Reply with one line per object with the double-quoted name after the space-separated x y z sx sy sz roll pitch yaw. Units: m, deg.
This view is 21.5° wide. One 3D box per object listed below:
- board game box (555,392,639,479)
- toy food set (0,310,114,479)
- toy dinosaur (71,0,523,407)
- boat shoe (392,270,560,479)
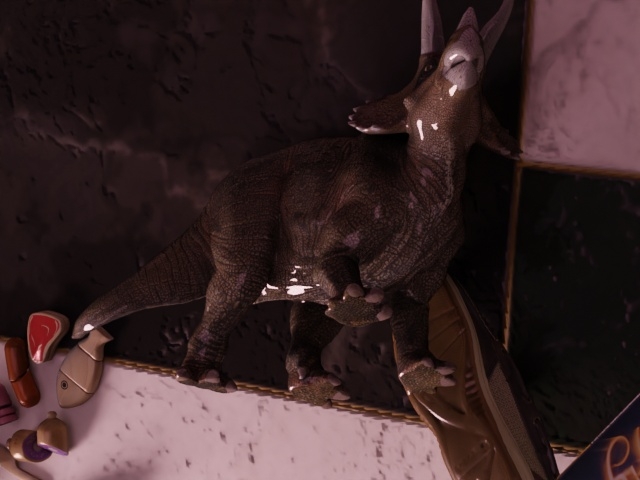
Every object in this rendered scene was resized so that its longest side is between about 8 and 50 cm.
0.206 0.036 0.705 0.042 0.243 0.165 46 115 17 "board game box"
-0.181 0.095 1.057 0.078 0.019 0.122 29 109 23 "toy food set"
0.000 0.000 0.901 0.314 0.121 0.160 -26 44 40 "toy dinosaur"
0.083 0.083 0.892 0.056 0.049 0.152 -38 59 37 "boat shoe"
